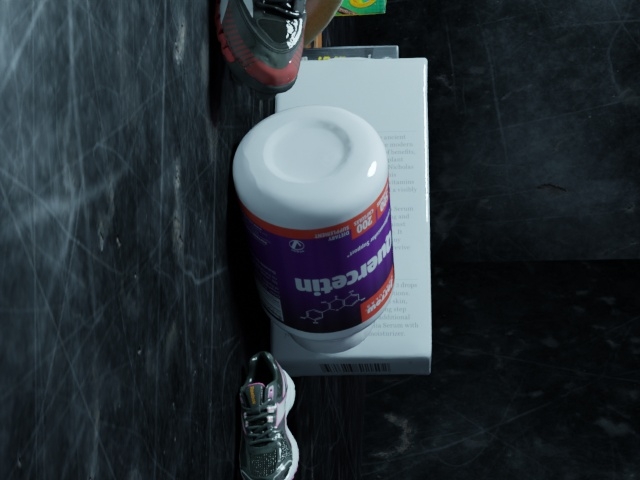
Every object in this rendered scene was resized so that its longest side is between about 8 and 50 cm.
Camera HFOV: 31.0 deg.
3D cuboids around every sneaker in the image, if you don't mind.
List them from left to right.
[{"bbox_3d":[-0.071,0.204,1.336,0.178,0.072,0.077,-97,169,-48],"label":"sneaker"},{"bbox_3d":[-0.052,-0.290,1.232,0.135,0.097,0.276,140,-46,-59],"label":"sneaker"}]

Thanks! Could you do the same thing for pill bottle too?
[{"bbox_3d":[0.000,0.000,1.430,0.323,0.181,0.181,81,9,-50],"label":"pill bottle"}]

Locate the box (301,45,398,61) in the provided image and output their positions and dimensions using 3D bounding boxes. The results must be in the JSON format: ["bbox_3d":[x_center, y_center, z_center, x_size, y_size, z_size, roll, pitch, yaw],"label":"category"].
[{"bbox_3d":[0.040,-0.197,1.884,0.056,0.183,0.231,1,89,-84],"label":"box"}]

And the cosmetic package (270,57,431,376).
[{"bbox_3d":[0.049,-0.033,1.716,0.161,0.230,0.453,71,19,-74],"label":"cosmetic package"}]

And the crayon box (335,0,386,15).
[{"bbox_3d":[0.027,-0.430,1.890,0.278,0.165,0.081,-78,166,-69],"label":"crayon box"}]

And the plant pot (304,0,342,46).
[{"bbox_3d":[-0.031,-0.334,1.347,0.236,0.032,0.236,-23,-118,50],"label":"plant pot"}]

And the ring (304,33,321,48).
[{"bbox_3d":[-0.009,-0.453,2.219,0.336,0.032,0.337,-1,90,-84],"label":"ring"}]
